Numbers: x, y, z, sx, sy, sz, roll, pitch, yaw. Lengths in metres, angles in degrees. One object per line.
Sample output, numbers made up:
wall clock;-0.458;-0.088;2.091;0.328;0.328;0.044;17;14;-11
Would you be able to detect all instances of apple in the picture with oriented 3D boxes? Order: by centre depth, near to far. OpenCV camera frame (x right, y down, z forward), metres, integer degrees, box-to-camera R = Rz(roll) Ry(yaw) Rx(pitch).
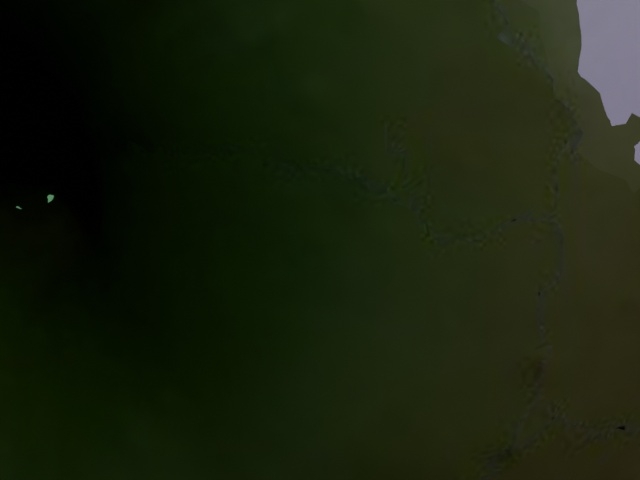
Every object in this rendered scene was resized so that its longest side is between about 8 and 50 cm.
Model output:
apple;-0.041;-0.045;0.577;0.473;0.473;0.474;-12;90;-69
